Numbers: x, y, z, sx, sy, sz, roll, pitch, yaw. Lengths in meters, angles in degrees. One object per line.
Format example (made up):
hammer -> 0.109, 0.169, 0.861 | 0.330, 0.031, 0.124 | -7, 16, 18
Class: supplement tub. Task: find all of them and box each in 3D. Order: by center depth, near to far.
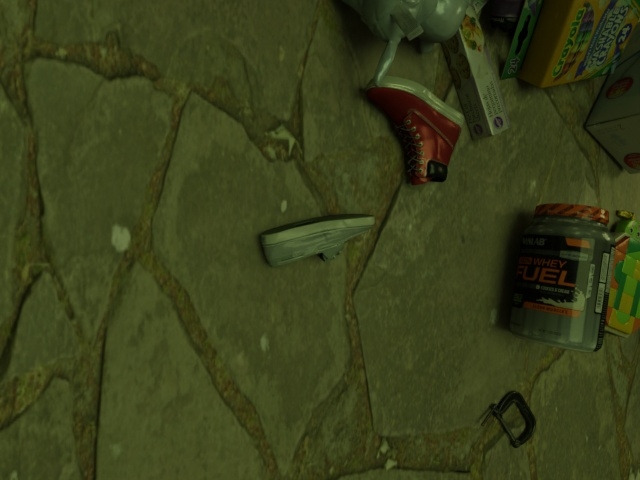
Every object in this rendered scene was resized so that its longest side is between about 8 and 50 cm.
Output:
supplement tub -> 0.559, 0.082, 1.017 | 0.193, 0.193, 0.316 | 10, 87, -23

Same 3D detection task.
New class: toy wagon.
toy wagon -> 0.817, 0.081, 1.195 | 0.267, 0.068, 0.344 | 21, 84, -23

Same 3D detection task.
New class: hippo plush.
hippo plush -> 0.191, -0.472, 0.813 | 0.236, 0.234, 0.294 | -10, 69, -34

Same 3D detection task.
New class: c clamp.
c clamp -> 0.470, 0.449, 1.086 | 0.137, 0.022, 0.161 | -45, 106, -21

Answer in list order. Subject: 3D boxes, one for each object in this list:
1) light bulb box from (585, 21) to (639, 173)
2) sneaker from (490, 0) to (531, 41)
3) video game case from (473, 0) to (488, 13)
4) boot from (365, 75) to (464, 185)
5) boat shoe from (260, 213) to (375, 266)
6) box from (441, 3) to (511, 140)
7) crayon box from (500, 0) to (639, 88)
light bulb box -> 0.930, -0.392, 1.071 | 0.225, 0.358, 0.361 | 34, 78, -19
sneaker -> 0.503, -0.536, 1.041 | 0.283, 0.107, 0.124 | -5, 123, -30
video game case -> 0.347, -0.611, 0.997 | 0.143, 0.019, 0.157 | 45, 75, -18
boot -> 0.182, -0.215, 0.906 | 0.244, 0.088, 0.176 | 20, 85, -26
boat shoe -> 0.000, 0.000, 0.843 | 0.227, 0.079, 0.081 | -13, 103, -16
box -> 0.332, -0.388, 0.973 | 0.063, 0.067, 0.324 | -27, 103, -19
crayon box -> 0.593, -0.478, 1.020 | 0.322, 0.083, 0.203 | -17, 135, -21
